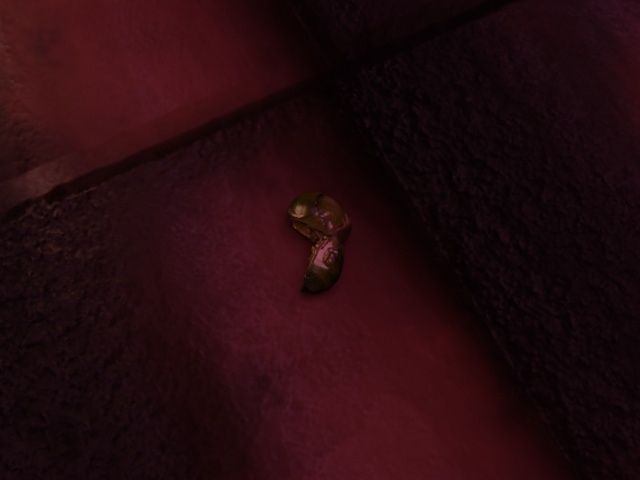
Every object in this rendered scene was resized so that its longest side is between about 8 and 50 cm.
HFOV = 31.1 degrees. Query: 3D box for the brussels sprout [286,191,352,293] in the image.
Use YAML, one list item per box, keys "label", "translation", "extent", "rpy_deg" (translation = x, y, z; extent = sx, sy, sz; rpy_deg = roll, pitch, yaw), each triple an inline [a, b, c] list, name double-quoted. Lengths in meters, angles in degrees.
- label: "brussels sprout"
  translation: [0.001, 0.001, 0.944]
  extent: [0.051, 0.046, 0.083]
  rpy_deg: [-19, 74, 30]
